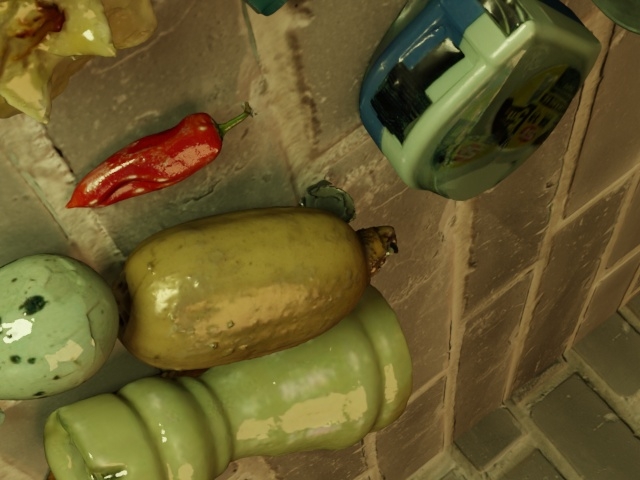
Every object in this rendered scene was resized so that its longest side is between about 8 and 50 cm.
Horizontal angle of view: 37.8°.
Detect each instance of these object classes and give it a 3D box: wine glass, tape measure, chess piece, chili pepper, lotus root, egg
[{"bbox_3d":[0.000,0.000,1.156,0.072,0.072,0.155,-29,153,-25],"label":"wine glass"},{"bbox_3d":[0.174,-0.172,1.036,0.259,0.138,0.262,0,134,-54],"label":"tape measure"},{"bbox_3d":[-0.111,0.218,1.182,0.442,0.234,0.234,-22,150,-33],"label":"chess piece"},{"bbox_3d":[-0.143,-0.073,0.842,0.191,0.050,0.059,-29,171,-7],"label":"chili pepper"},{"bbox_3d":[-0.059,0.047,1.006,0.342,0.151,0.169,-10,144,-25],"label":"lotus root"},{"bbox_3d":[-0.263,0.081,0.836,0.164,0.131,0.131,-22,151,-22],"label":"egg"}]

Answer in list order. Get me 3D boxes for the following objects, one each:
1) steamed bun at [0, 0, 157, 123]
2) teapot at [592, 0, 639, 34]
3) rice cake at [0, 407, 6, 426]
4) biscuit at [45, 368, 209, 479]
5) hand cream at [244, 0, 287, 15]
[{"bbox_3d":[-0.207,-0.153,0.518,0.292,0.137,0.295,-33,157,-9],"label":"steamed bun"},{"bbox_3d":[0.413,-0.353,1.072,0.225,0.171,0.203,-42,-172,-13],"label":"teapot"},{"bbox_3d":[-0.397,0.187,0.936,0.042,0.030,0.180,-54,153,15],"label":"rice cake"},{"bbox_3d":[-0.259,0.258,1.280,0.237,0.013,0.232,-15,145,-42],"label":"biscuit"},{"bbox_3d":[-0.058,-0.237,0.712,0.083,0.048,0.224,-44,162,9],"label":"hand cream"}]
